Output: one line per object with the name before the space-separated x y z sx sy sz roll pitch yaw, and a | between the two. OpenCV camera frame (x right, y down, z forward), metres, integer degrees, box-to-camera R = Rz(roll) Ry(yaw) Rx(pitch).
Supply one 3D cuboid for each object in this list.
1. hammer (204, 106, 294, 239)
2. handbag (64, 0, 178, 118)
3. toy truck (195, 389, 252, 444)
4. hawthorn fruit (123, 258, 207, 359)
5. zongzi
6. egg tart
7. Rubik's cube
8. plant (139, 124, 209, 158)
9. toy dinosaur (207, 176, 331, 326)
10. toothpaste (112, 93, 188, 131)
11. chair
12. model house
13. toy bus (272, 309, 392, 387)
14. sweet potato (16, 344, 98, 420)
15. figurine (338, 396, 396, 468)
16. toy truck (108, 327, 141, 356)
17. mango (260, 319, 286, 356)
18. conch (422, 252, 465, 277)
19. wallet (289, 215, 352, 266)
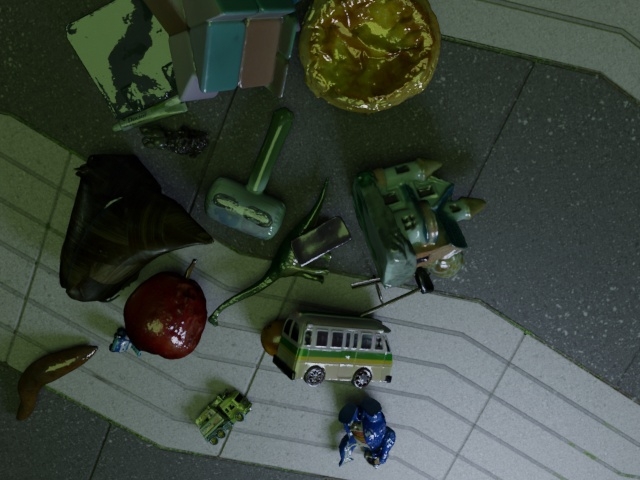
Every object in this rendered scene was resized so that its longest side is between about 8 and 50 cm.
hammer | -0.151 -0.180 1.656 0.206 0.119 0.336 23 99 -8
handbag | -0.443 -0.450 1.575 0.247 0.079 0.260 -23 106 6
toy truck | -0.284 0.504 1.881 0.100 0.077 0.169 46 105 1
hawthorn fruit | -0.392 0.166 1.702 0.210 0.230 0.266 21 92 22
zongzi | -0.456 0.046 1.591 0.432 0.207 0.403 35 112 28
egg tart | 0.115 -0.465 1.552 0.341 0.132 0.342 0 106 -1
Rubik's cube | -0.198 -0.489 1.404 0.358 0.368 0.388 -19 105 -36
plant | -0.369 -0.252 1.644 0.174 0.087 0.085 6 77 -8
toy dinosaur | -0.124 0.033 1.728 0.300 0.087 0.447 8 103 -5
toothpaste | -0.432 -0.316 1.644 0.197 0.029 0.048 -20 95 2
chair | 0.192 0.116 1.743 0.221 0.104 0.095 -14 141 -2
model house | 0.268 -0.072 1.616 0.324 0.194 0.267 -16 65 -8
toy bus | 0.046 0.284 1.741 0.305 0.143 0.179 9 95 -26
sweet potato | -0.778 0.389 1.834 0.346 0.079 0.108 -41 116 14
figurine | 0.136 0.556 1.888 0.164 0.121 0.262 2 125 5
toy truck | -0.532 0.286 1.806 0.090 0.073 0.056 23 106 -7
mango | -0.086 0.277 1.806 0.163 0.089 0.111 8 118 -14
conch | 0.317 0.041 1.732 0.116 0.106 0.173 -21 122 25
wallet | 0.000 0.000 1.679 0.156 0.018 0.082 -30 104 -5
